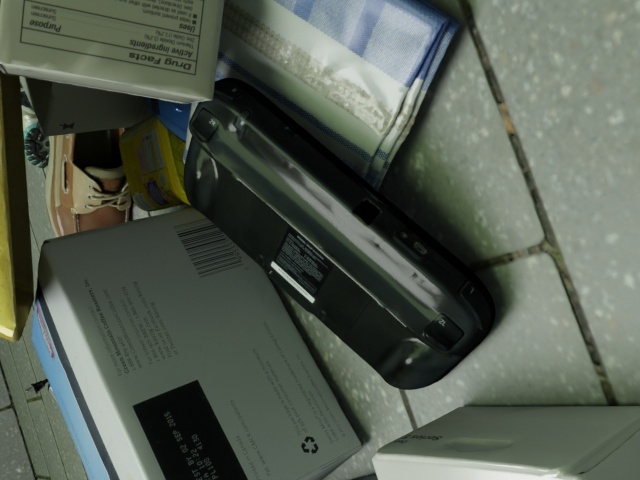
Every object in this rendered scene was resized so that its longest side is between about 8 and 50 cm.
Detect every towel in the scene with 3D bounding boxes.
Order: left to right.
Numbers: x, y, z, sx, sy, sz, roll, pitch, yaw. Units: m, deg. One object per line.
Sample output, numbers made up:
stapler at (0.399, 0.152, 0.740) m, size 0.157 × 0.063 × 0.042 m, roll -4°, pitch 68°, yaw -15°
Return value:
towel at (-0.020, -0.120, 0.602) m, size 0.209 × 0.034 × 0.285 m, roll 35°, pitch 135°, yaw 12°

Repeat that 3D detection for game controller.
game controller at (0.000, 0.000, 0.604) m, size 0.319 × 0.067 × 0.166 m, roll 42°, pitch 150°, yaw 11°

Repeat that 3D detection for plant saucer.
plant saucer at (-0.352, -0.082, 0.697) m, size 0.333 × 0.081 × 0.332 m, roll -174°, pitch 81°, yaw -69°

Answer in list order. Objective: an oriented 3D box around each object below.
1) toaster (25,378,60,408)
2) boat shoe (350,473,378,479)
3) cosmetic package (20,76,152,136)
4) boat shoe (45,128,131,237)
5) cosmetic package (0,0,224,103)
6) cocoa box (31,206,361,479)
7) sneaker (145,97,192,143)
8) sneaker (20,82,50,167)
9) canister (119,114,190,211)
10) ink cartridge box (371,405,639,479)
toaster at (-0.290, 0.222, 0.993) m, size 0.110 × 0.186 × 0.168 m, roll 46°, pitch 163°, yaw 25°
boat shoe at (0.026, 0.315, 0.736) m, size 0.084 × 0.095 × 0.258 m, roll 60°, pitch 153°, yaw 11°
cosmetic package at (-0.343, -0.340, 0.896) m, size 0.365 × 0.155 × 0.197 m, roll 59°, pitch 138°, yaw 17°
boat shoe at (-0.345, -0.094, 1.032) m, size 0.116 × 0.123 × 0.324 m, roll 19°, pitch 120°, yaw 46°
cosmetic package at (-0.152, -0.273, 0.529) m, size 0.113 × 0.160 × 0.309 m, roll -157°, pitch 75°, yaw -65°
cocoa box at (-0.164, 0.171, 0.796) m, size 0.347 × 0.232 × 0.228 m, roll 58°, pitch 143°, yaw 21°
sneaker at (-0.167, -0.191, 0.728) m, size 0.209 × 0.069 × 0.082 m, roll 59°, pitch 166°, yaw -6°
sneaker at (-0.493, -0.267, 1.169) m, size 0.122 × 0.110 × 0.282 m, roll 50°, pitch 138°, yaw 34°
canister at (-0.187, -0.102, 0.858) m, size 0.170 × 0.073 × 0.126 m, roll -5°, pitch 99°, yaw 55°
ink cartridge box at (0.173, 0.264, 0.488) m, size 0.198 × 0.115 × 0.272 m, roll -20°, pitch 88°, yaw 54°
